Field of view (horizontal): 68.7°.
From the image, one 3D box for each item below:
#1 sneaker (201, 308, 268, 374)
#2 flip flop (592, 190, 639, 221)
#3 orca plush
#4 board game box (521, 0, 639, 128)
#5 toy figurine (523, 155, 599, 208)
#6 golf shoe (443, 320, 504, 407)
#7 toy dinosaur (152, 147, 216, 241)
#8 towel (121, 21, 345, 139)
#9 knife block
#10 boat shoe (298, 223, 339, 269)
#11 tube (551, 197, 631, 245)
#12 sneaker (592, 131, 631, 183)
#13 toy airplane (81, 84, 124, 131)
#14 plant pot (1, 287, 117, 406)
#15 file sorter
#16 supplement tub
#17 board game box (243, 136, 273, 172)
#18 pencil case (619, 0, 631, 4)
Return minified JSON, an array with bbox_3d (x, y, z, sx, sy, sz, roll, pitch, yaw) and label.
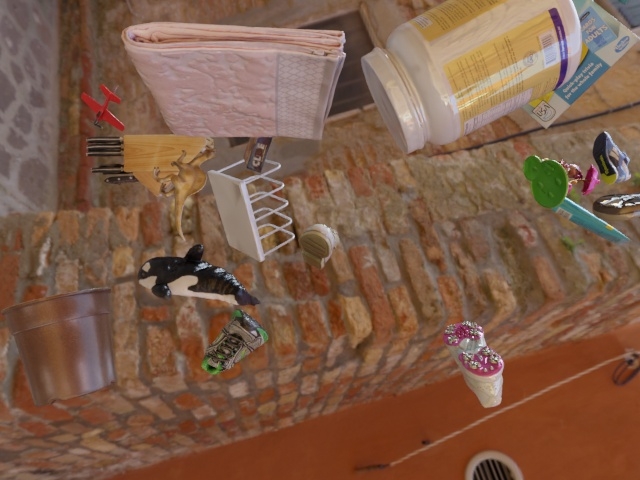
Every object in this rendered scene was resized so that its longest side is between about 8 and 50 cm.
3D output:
[{"bbox_3d":[-0.271,0.332,1.450,0.134,0.146,0.343,40,-42,3],"label":"sneaker"},{"bbox_3d":[0.647,-0.053,0.883,0.112,0.278,0.080,-139,-139,-74],"label":"flip flop"},{"bbox_3d":[-0.257,0.061,0.953,0.151,0.288,0.102,-8,106,-50],"label":"orca plush"},{"bbox_3d":[0.508,-0.475,1.108,0.336,0.253,0.079,43,36,6],"label":"board game box"},{"bbox_3d":[0.673,-0.174,1.282,0.173,0.160,0.130,-114,-157,-43],"label":"toy figurine"},{"bbox_3d":[0.404,0.322,1.251,0.306,0.116,0.140,-74,150,-74],"label":"golf shoe"},{"bbox_3d":[-0.246,-0.098,0.825,0.053,0.093,0.183,59,47,-67],"label":"toy dinosaur"},{"bbox_3d":[-0.134,-0.254,0.814,0.332,0.318,0.053,119,-29,-78],"label":"towel"},{"bbox_3d":[-0.458,-0.241,1.230,0.242,0.275,0.088,44,3,-3],"label":"knife block"},{"bbox_3d":[0.000,0.000,1.520,0.113,0.103,0.302,32,-17,4],"label":"boat shoe"},{"bbox_3d":[0.751,-0.050,1.303,0.207,0.052,0.080,38,8,21],"label":"tube"},{"bbox_3d":[0.731,-0.206,1.173,0.053,0.059,0.144,105,-17,-70],"label":"sneaker"},{"bbox_3d":[-0.620,-0.384,1.348,0.028,0.151,0.151,-68,148,-59],"label":"toy airplane"},{"bbox_3d":[-0.425,0.179,0.789,0.167,0.167,0.165,89,-14,-83],"label":"plant pot"},{"bbox_3d":[-0.214,-0.110,1.532,0.193,0.173,0.277,23,-47,44],"label":"file sorter"},{"bbox_3d":[0.269,-0.328,0.880,0.240,0.332,0.241,63,6,-12],"label":"supplement tub"},{"bbox_3d":[-0.151,-0.321,1.283,0.165,0.042,0.243,-121,-130,-67],"label":"board game box"},{"bbox_3d":[0.729,-0.626,1.066,0.151,0.065,0.070,110,5,-56],"label":"pencil case"}]
